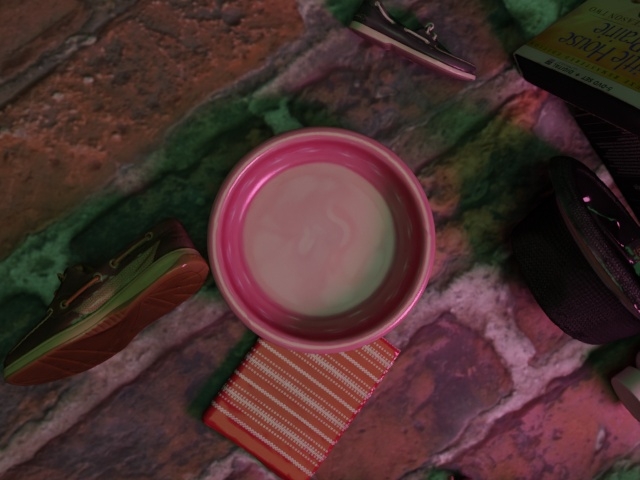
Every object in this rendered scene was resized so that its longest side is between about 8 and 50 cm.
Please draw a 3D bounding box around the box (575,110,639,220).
[{"bbox_3d":[0.633,-0.160,1.196,0.343,0.179,0.312,-35,97,-2],"label":"box"}]

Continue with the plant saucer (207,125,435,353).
[{"bbox_3d":[0.000,0.000,1.173,0.333,0.084,0.331,0,88,-6],"label":"plant saucer"}]

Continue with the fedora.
[{"bbox_3d":[0.398,0.042,1.176,0.153,0.334,0.334,-37,99,29],"label":"fedora"}]

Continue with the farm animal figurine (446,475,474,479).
[{"bbox_3d":[0.276,0.535,1.202,0.331,0.172,0.326,-2,89,-3],"label":"farm animal figurine"}]

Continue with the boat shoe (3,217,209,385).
[{"bbox_3d":[-0.326,0.088,1.153,0.342,0.123,0.123,-35,65,10],"label":"boat shoe"}]

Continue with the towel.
[{"bbox_3d":[-0.031,0.226,1.230,0.199,0.031,0.274,37,88,-6],"label":"towel"}]

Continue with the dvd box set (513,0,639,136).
[{"bbox_3d":[0.528,-0.324,1.111,0.420,0.307,0.062,-35,124,-2],"label":"dvd box set"}]

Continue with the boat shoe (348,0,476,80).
[{"bbox_3d":[0.147,-0.302,1.180,0.206,0.075,0.064,24,95,-4],"label":"boat shoe"}]

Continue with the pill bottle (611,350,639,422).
[{"bbox_3d":[0.584,0.198,1.252,0.221,0.121,0.121,-34,98,-3],"label":"pill bottle"}]
